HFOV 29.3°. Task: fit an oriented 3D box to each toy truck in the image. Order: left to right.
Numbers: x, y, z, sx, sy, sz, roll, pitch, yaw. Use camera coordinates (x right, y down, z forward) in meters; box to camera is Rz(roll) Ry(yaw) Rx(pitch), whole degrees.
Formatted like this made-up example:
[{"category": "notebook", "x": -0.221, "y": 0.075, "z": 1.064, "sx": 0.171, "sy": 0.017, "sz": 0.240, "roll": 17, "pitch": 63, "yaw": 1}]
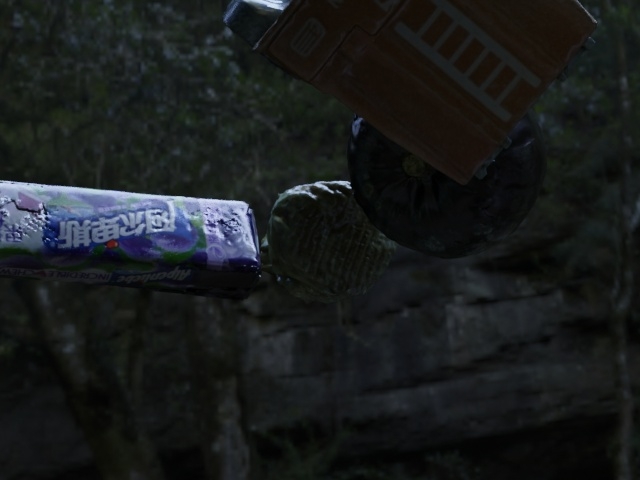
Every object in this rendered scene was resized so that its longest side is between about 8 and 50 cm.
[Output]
[{"category": "toy truck", "x": 0.049, "y": -0.135, "z": 0.713, "sx": 0.162, "sy": 0.305, "sz": 0.136, "roll": 38, "pitch": -80, "yaw": -10}]

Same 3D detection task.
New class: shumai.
[{"category": "shumai", "x": 0.006, "y": -0.002, "z": 1.668, "sx": 0.184, "sy": 0.184, "sz": 0.142, "roll": 9, "pitch": 2, "yaw": -23}]

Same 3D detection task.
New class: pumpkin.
[{"category": "pumpkin", "x": 0.140, "y": -0.096, "z": 1.382, "sx": 0.233, "sy": 0.233, "sz": 0.163, "roll": -22, "pitch": -3, "yaw": 32}]

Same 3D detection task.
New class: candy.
[{"category": "candy", "x": -0.208, "y": -0.003, "z": 1.152, "sx": 0.312, "sy": 0.088, "sz": 0.061, "roll": 5, "pitch": -38, "yaw": -24}]
